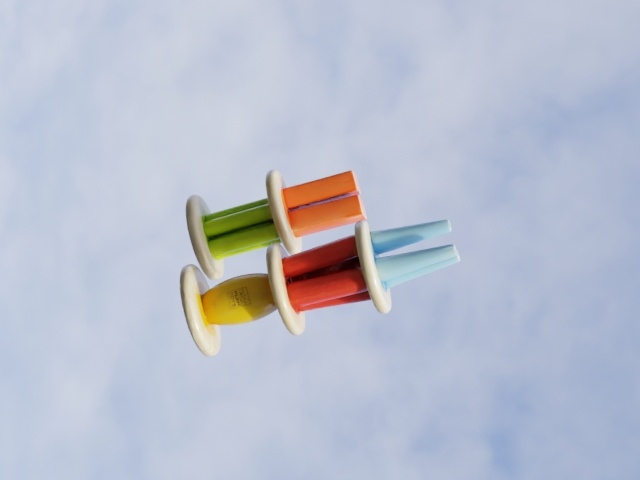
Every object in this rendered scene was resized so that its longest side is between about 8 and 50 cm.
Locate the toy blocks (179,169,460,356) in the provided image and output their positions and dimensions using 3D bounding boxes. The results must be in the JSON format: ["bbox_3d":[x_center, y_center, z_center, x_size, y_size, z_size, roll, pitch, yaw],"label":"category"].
[{"bbox_3d":[0.000,0.000,0.722,0.148,0.054,0.123,-15,-144,8],"label":"toy blocks"}]
